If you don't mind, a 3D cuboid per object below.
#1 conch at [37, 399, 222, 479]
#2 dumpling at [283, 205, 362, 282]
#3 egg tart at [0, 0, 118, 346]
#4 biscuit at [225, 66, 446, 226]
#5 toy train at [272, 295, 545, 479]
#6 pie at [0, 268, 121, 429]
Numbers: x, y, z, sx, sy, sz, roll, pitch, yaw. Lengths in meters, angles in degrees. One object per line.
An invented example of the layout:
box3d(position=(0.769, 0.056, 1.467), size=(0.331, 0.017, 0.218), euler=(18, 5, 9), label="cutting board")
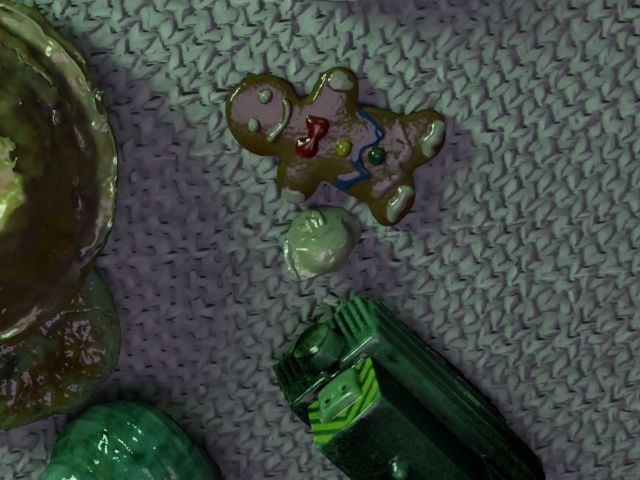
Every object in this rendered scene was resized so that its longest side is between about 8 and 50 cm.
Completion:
box3d(position=(-0.186, 0.249, 1.717), size=(0.202, 0.134, 0.196), euler=(6, 113, -11), label="conch")
box3d(position=(0.001, 0.000, 1.668), size=(0.076, 0.052, 0.057), euler=(-29, 116, 6), label="dumpling")
box3d(position=(-0.348, -0.056, 1.517), size=(0.352, 0.150, 0.352), euler=(0, 98, 0), label="egg tart")
box3d(position=(0.007, -0.092, 1.637), size=(0.205, 0.031, 0.138), euler=(23, 108, -14), label="biscuit")
box3d(position=(0.102, 0.210, 1.712), size=(0.138, 0.178, 0.330), euler=(-41, 114, 13), label="toy train")
box3d(position=(-0.309, 0.079, 1.662), size=(0.241, 0.054, 0.240), euler=(-2, 117, -3), label="pie")
